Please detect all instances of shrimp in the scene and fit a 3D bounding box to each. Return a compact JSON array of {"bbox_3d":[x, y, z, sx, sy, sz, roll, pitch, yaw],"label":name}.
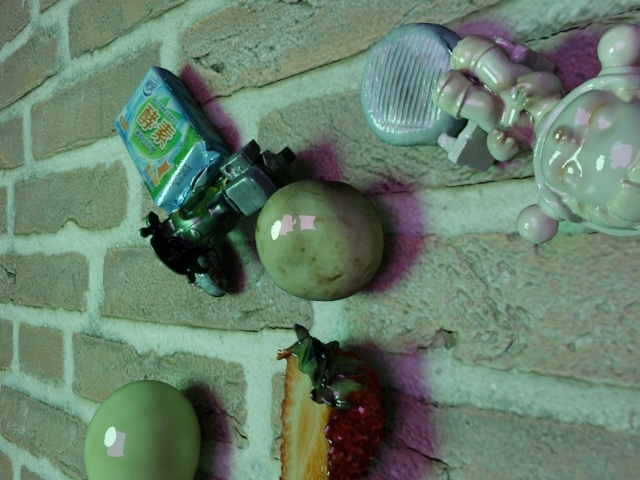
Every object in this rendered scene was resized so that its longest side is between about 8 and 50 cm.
[{"bbox_3d":[-0.219,0.007,0.956,0.090,0.079,0.233,-36,56,-4],"label":"shrimp"}]

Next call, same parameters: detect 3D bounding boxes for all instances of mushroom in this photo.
[{"bbox_3d":[0.000,0.000,0.711,0.166,0.127,0.166,5,111,12],"label":"mushroom"}]

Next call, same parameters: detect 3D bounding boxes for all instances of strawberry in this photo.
[{"bbox_3d":[0.013,0.238,0.719,0.188,0.106,0.286,-131,43,-58],"label":"strawberry"}]

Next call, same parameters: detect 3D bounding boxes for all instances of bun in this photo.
[{"bbox_3d":[0.116,-0.176,0.642,0.141,0.083,0.140,5,99,35],"label":"bun"}]

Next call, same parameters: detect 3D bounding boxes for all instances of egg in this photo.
[{"bbox_3d":[-0.299,0.360,0.941,0.189,0.189,0.253,23,114,41],"label":"egg"}]

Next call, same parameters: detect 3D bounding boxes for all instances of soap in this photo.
[{"bbox_3d":[-0.267,-0.179,0.982,0.156,0.077,0.293,-48,58,19],"label":"soap"}]

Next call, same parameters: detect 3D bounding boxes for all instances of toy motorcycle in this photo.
[{"bbox_3d":[-0.151,-0.043,0.808,0.275,0.187,0.125,-29,112,36],"label":"toy motorcycle"}]

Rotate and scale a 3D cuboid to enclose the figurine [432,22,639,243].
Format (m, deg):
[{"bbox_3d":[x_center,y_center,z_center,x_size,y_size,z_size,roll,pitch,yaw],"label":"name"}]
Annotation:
[{"bbox_3d":[0.232,-0.085,0.506,0.182,0.144,0.257,-50,53,6],"label":"figurine"}]
